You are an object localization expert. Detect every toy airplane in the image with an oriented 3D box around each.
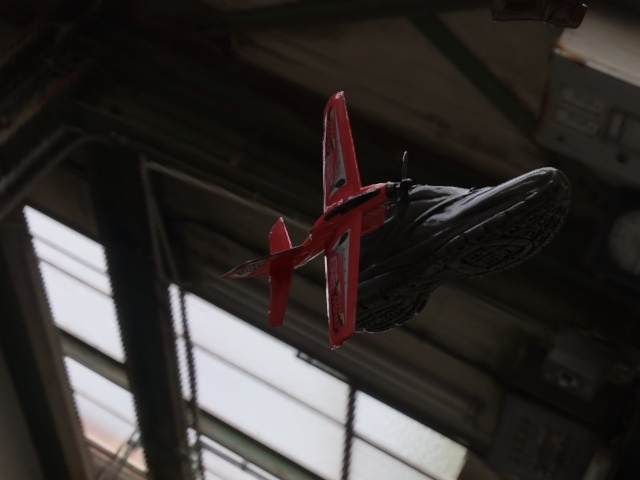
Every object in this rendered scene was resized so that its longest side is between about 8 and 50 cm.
[{"bbox_3d":[0.000,0.000,0.635,0.028,0.151,0.151,20,-82,-35],"label":"toy airplane"}]

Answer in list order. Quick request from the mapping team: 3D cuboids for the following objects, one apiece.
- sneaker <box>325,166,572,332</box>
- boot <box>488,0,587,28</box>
[{"bbox_3d":[0.113,-0.014,1.164,0.286,0.130,0.109,-27,-30,25],"label":"sneaker"},{"bbox_3d":[0.224,-0.267,1.159,0.114,0.037,0.106,3,-72,-26],"label":"boot"}]
